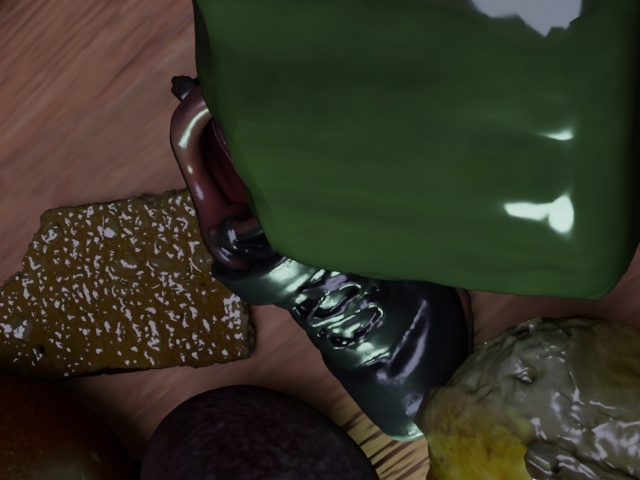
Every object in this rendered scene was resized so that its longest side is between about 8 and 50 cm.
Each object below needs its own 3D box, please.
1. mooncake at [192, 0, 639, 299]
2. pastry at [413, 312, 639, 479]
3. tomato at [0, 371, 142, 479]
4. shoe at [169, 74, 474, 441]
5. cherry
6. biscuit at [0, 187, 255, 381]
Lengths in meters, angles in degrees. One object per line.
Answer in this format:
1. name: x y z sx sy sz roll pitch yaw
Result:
1. mooncake: 0.076 -0.150 0.509 0.194 0.356 0.356 8 100 20
2. pastry: 0.167 0.161 0.598 0.257 0.121 0.236 33 145 14
3. tomato: -0.254 0.247 0.718 0.303 0.239 0.303 1 94 20
4. shoe: 0.000 0.000 0.664 0.114 0.137 0.291 -34 90 19
5. cherry: -0.037 0.174 0.690 0.176 0.176 0.140 49 132 5
6. biscuit: -0.166 0.036 0.778 0.237 0.026 0.131 -7 94 18
